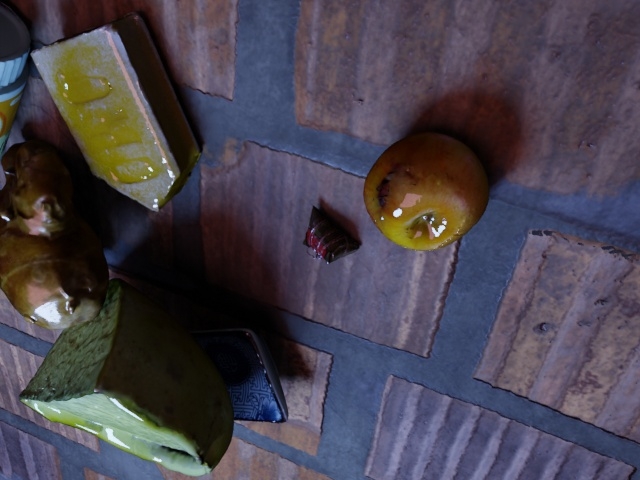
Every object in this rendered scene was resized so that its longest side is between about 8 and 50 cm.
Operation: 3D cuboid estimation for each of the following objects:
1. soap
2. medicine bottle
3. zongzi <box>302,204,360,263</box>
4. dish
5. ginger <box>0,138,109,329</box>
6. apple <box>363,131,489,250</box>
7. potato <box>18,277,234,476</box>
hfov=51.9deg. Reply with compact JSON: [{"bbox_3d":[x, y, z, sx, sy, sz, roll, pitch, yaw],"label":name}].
[{"bbox_3d":[-0.271,-0.167,0.919,0.160,0.080,0.257,-6,118,30],"label":"soap"},{"bbox_3d":[-0.539,-0.201,0.977,0.158,0.158,0.318,40,131,-3],"label":"medicine bottle"},{"bbox_3d":[0.000,0.000,0.928,0.083,0.067,0.073,54,142,9],"label":"zongzi"},{"bbox_3d":[-0.165,0.213,1.122,0.243,0.080,0.181,-7,113,33],"label":"dish"},{"bbox_3d":[-0.438,-0.013,1.013,0.357,0.153,0.274,11,118,60],"label":"ginger"},{"bbox_3d":[0.120,-0.055,0.770,0.147,0.146,0.146,13,126,18],"label":"apple"},{"bbox_3d":[-0.250,0.216,1.019,0.280,0.212,0.330,39,146,-24],"label":"potato"}]
